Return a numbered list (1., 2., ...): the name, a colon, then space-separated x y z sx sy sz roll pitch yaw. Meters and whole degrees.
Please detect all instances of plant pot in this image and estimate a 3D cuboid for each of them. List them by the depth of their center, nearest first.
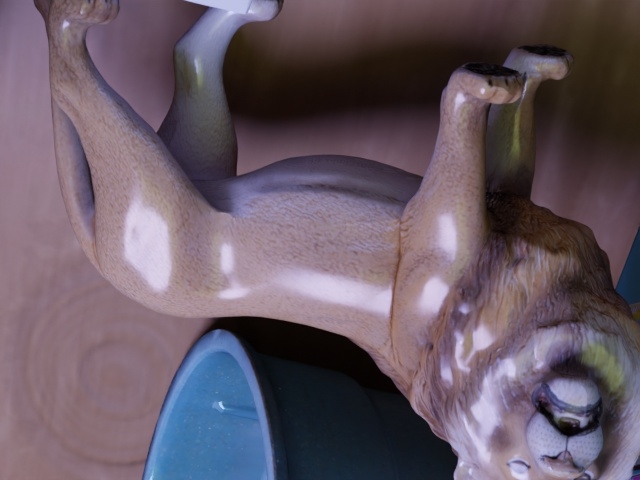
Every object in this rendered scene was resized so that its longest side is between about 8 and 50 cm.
1. plant pot: 0.073 0.247 1.223 0.334 0.341 0.341 9 132 -18

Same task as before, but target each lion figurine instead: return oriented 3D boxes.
1. lion figurine: 0.000 0.000 1.031 0.392 0.142 0.240 16 110 19

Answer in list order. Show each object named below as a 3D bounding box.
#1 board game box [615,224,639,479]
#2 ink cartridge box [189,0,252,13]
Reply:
1. board game box: 0.237 0.102 1.007 0.079 0.336 0.254 32 163 -26
2. ink cartridge box: -0.077 -0.230 0.922 0.154 0.093 0.212 13 133 -13
